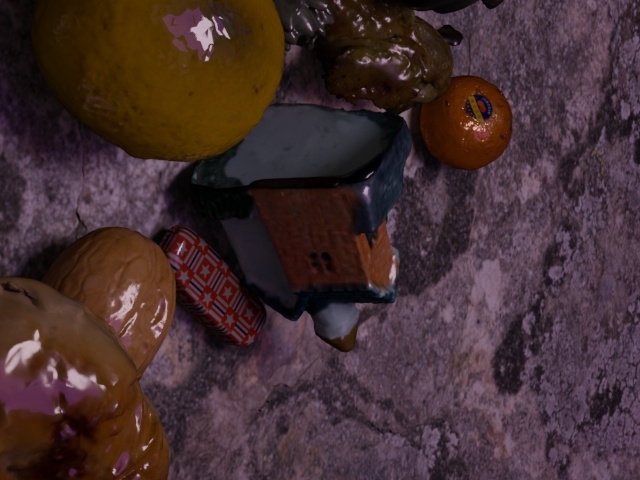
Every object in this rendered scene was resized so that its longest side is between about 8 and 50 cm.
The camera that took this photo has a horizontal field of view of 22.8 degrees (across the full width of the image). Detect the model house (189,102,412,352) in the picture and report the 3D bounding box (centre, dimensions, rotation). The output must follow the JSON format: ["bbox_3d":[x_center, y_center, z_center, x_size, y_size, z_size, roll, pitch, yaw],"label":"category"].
[{"bbox_3d":[0.000,0.000,1.912,0.184,0.253,0.291,-53,137,-50],"label":"model house"}]

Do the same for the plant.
[{"bbox_3d":[-0.074,-0.305,1.850,0.132,0.129,0.194,-23,88,-24],"label":"plant"}]

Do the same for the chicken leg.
[{"bbox_3d":[0.032,-0.283,2.004,0.361,0.140,0.211,38,46,-34],"label":"chicken leg"}]

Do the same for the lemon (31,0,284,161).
[{"bbox_3d":[-0.171,-0.213,1.688,0.284,0.260,0.260,14,84,-58],"label":"lemon"}]

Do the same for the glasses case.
[{"bbox_3d":[-0.136,0.060,1.913,0.194,0.049,0.073,50,58,-40],"label":"glasses case"}]

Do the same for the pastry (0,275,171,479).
[{"bbox_3d":[-0.343,0.220,1.528,0.409,0.245,0.409,-16,121,-28],"label":"pastry"}]

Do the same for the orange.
[{"bbox_3d":[0.202,-0.162,2.217,0.135,0.117,0.135,6,64,-12],"label":"orange"}]

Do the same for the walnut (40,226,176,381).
[{"bbox_3d":[-0.239,0.081,1.726,0.159,0.159,0.207,42,65,-43],"label":"walnut"}]

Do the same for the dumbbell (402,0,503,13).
[{"bbox_3d":[0.138,-0.399,1.926,0.290,0.192,0.192,49,58,-24],"label":"dumbbell"}]
